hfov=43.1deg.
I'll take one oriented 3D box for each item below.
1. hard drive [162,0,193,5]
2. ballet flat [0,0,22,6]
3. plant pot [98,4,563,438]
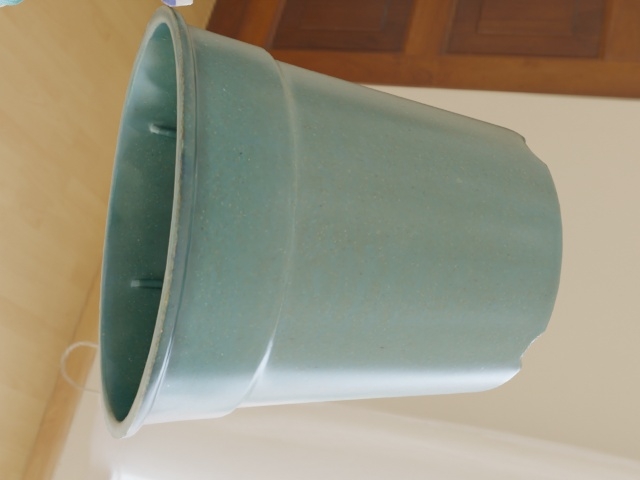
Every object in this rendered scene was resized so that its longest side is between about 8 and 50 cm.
[{"bbox_3d":[-0.219,-0.487,1.021,0.040,0.210,0.318,-15,131,-23],"label":"hard drive"},{"bbox_3d":[-0.458,-0.345,0.885,0.400,0.139,0.139,-36,131,-80],"label":"ballet flat"},{"bbox_3d":[0.000,0.000,0.710,0.341,0.334,0.340,-174,-90,-67],"label":"plant pot"}]
